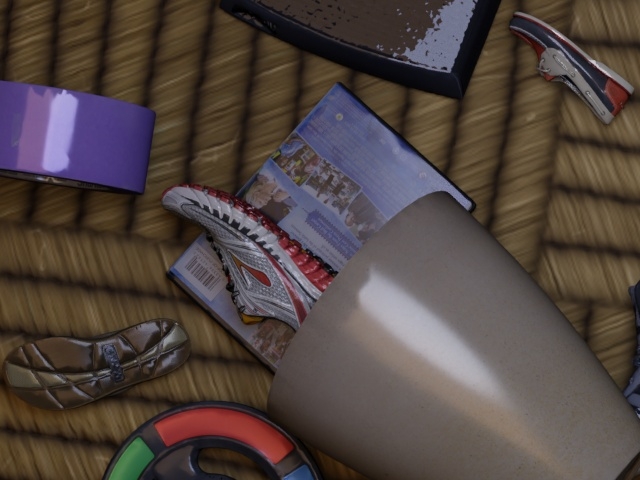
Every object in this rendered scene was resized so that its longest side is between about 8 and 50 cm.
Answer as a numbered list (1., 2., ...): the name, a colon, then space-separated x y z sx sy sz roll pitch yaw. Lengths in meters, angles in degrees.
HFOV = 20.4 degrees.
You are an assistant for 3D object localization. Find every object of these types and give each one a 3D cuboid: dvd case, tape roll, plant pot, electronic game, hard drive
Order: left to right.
1. tape roll: -0.251 -0.095 1.654 0.189 0.189 0.080 8 89 7
2. electronic game: -0.102 0.266 1.683 0.229 0.048 0.229 -1 84 10
3. dvd case: 0.000 0.000 1.703 0.180 0.022 0.253 42 92 6
4. hard drive: 0.044 -0.252 1.694 0.255 0.054 0.172 22 90 8
5. plant pot: 0.140 0.137 1.537 0.274 0.256 0.256 37 92 18

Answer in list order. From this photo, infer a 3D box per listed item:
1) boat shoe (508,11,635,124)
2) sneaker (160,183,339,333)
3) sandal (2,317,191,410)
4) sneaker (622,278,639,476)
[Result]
1. boat shoe: 0.229 -0.164 1.672 0.137 0.049 0.043 37 94 3
2. sneaker: -0.062 0.027 1.653 0.225 0.088 0.092 39 94 7
3. sandal: -0.214 0.117 1.714 0.180 0.049 0.072 -14 91 -9
4. sneaker: 0.300 0.122 1.626 0.269 0.101 0.153 -30 76 7
